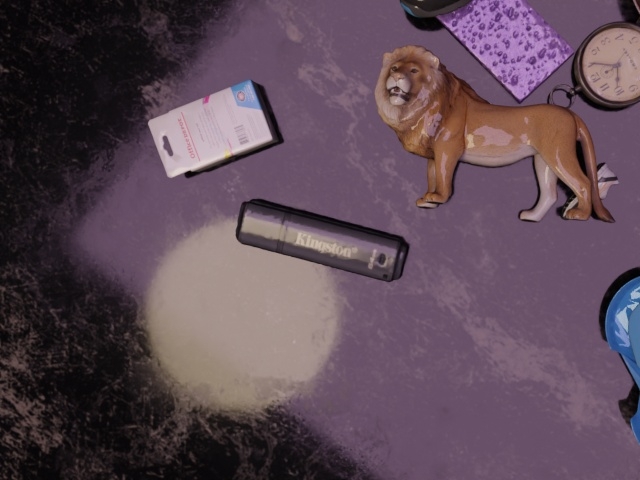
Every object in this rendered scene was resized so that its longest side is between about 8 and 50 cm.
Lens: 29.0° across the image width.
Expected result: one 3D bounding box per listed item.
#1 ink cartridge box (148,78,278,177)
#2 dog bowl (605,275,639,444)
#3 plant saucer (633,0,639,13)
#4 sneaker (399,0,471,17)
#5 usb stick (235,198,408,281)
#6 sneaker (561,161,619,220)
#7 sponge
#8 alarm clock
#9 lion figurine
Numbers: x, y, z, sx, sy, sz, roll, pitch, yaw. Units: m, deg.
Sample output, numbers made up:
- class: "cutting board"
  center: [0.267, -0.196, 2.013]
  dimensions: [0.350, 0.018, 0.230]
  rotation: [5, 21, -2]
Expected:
- class: "ink cartridge box"
  center: [-0.172, -0.177, 1.988]
  dimensions: [0.181, 0.061, 0.104]
  rotation: [-20, 89, 7]
- class: "dog bowl"
  center: [0.541, 0.195, 1.866]
  dimensions: [0.166, 0.074, 0.297]
  rotation: [-22, 76, 34]
- class: "plant saucer"
  center: [0.614, -0.414, 1.871]
  dimensions: [0.311, 0.050, 0.310]
  rotation: [0, 87, 3]
- class: "sneaker"
  center: [0.237, -0.486, 1.872]
  dimensions: [0.341, 0.139, 0.125]
  rotation: [-45, 57, 2]
- class: "usb stick"
  center: [0.000, 0.000, 1.982]
  dimensions: [0.278, 0.045, 0.077]
  rotation: [15, 93, 6]
- class: "sneaker"
  center: [0.421, -0.069, 1.929]
  dimensions: [0.044, 0.040, 0.109]
  rotation: [41, 100, -5]
- class: "sponge"
  center: [0.284, -0.330, 1.940]
  dimensions: [0.117, 0.031, 0.210]
  rotation: [-44, 86, 6]
- class: "alarm clock"
  center: [0.440, -0.260, 1.904]
  dimensions: [0.192, 0.064, 0.129]
  rotation: [-29, 91, 3]
- class: "lion figurine"
  center: [0.271, -0.160, 1.898]
  dimensions: [0.392, 0.142, 0.240]
  rotation: [9, 85, 1]
